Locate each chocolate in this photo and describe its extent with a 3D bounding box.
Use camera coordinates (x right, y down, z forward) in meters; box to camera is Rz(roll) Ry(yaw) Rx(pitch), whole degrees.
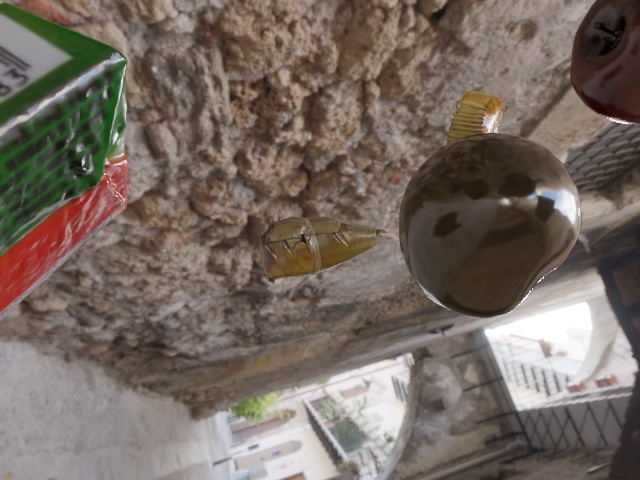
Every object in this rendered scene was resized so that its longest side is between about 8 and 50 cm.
[{"bbox_3d":[-0.400,-0.049,0.631,0.161,0.360,0.341,37,-31,1],"label":"chocolate"}]

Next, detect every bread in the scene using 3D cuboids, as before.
[{"bbox_3d":[0.472,-0.347,1.652,0.250,0.133,0.179,-48,144,-50],"label":"bread"}]

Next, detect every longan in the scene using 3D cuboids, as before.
[{"bbox_3d":[0.358,-0.040,1.190,0.336,0.404,0.405,70,5,-86],"label":"longan"}]

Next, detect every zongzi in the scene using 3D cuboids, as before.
[{"bbox_3d":[0.000,0.000,0.894,0.194,0.197,0.099,-124,-157,-81],"label":"zongzi"}]

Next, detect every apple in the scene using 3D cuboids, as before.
[{"bbox_3d":[0.507,-0.297,0.832,0.234,0.233,0.234,165,-90,-79],"label":"apple"}]
